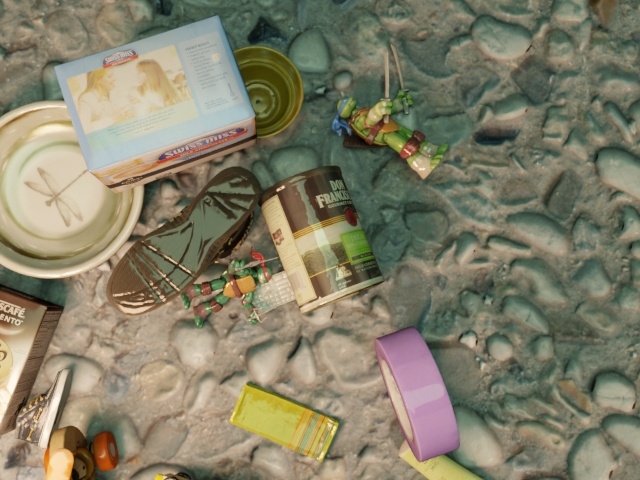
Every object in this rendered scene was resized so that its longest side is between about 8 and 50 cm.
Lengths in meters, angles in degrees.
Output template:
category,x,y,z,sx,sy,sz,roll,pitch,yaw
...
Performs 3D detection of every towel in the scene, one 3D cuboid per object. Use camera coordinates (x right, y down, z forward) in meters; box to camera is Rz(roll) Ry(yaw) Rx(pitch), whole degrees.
category,x,y,z,sx,sy,sz,roll,pitch,yaw
towel,-0.083,0.418,1.590,0.237,0.021,0.102,23,83,-1

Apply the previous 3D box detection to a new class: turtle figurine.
category,x,y,z,sx,sy,sz,roll,pitch,yaw
turtle figurine,-0.187,0.110,1.560,0.234,0.118,0.175,-21,115,3
turtle figurine,0.189,-0.291,1.581,0.266,0.198,0.275,39,88,-3

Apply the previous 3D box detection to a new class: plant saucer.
category,x,y,z,sx,sy,sz,roll,pitch,yaw
plant saucer,-0.594,-0.113,1.571,0.400,0.100,0.401,0,86,-3

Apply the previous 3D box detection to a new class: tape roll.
category,x,y,z,sx,sy,sz,roll,pitch,yaw
tape roll,0.203,0.328,1.485,0.090,0.275,0.275,-19,86,-5

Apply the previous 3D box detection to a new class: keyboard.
category,x,y,z,sx,sy,sz,roll,pitch,yaw
keyboard,-0.060,0.100,1.623,0.255,0.014,0.072,-21,86,-5

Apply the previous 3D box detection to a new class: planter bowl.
category,x,y,z,sx,sy,sz,roll,pitch,yaw
planter bowl,-0.148,-0.335,1.618,0.217,0.090,0.217,0,85,-2

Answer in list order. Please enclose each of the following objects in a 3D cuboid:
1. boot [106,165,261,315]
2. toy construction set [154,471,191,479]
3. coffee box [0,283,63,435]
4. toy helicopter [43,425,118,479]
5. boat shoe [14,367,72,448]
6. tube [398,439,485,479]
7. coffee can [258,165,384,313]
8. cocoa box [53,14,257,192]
category,x,y,z,sx,sy,sz,roll,pitch,yaw
boot,-0.275,0.013,1.483,0.138,0.284,0.377,42,83,1
toy construction set,-0.294,0.624,1.495,0.327,0.151,0.215,15,84,-2
coffee box,-0.713,0.256,1.522,0.168,0.119,0.297,19,84,0
toy helicopter,-0.503,0.558,1.416,0.140,0.235,0.355,-13,68,-4
boat shoe,-0.621,0.367,1.544,0.083,0.065,0.184,17,85,-2
tube,0.291,0.536,1.583,0.240,0.062,0.070,38,125,-4
coffee can,0.000,0.000,1.533,0.201,0.201,0.276,-21,83,-5
cocoa box,-0.327,-0.276,1.439,0.346,0.228,0.232,-20,86,-6
